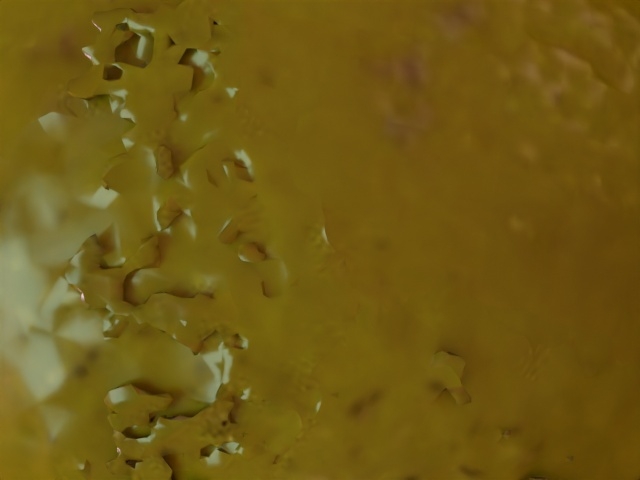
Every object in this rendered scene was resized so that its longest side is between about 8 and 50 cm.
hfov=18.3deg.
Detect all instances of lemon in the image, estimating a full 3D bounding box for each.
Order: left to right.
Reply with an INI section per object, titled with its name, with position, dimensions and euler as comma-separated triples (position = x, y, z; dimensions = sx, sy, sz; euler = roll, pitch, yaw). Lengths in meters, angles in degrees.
[lemon]
position = -0.005, -0.027, 0.556
dimensions = 0.258, 0.258, 0.310
euler = 122, 156, -55
